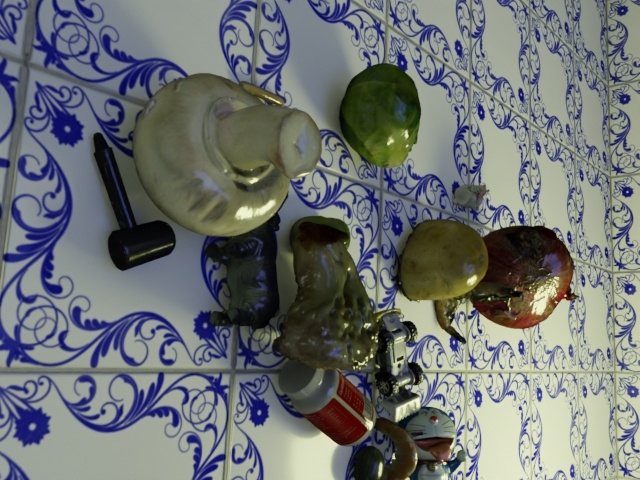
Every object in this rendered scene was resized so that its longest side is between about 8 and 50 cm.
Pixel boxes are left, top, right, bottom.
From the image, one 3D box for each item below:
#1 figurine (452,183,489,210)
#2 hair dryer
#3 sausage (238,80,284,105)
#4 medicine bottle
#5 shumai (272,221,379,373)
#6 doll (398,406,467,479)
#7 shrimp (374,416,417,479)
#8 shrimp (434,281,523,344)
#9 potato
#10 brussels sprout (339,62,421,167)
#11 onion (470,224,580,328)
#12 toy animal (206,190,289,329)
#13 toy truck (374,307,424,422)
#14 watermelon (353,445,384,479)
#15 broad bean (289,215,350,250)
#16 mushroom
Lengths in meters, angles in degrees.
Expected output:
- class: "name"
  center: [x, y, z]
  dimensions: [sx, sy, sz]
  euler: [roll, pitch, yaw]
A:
- class: "figurine"
  center: [0.513, -0.138, 2.112]
  dimensions: [0.146, 0.098, 0.081]
  euler: [9, 67, -47]
- class: "hair dryer"
  center: [-0.352, -0.077, 1.161]
  dimensions: [0.114, 0.070, 0.248]
  euler: [-21, 93, -47]
- class: "sausage"
  center: [-0.131, -0.333, 1.456]
  dimensions: [0.132, 0.024, 0.024]
  euler: [12, 77, -46]
- class: "medicine bottle"
  center: [0.017, 0.366, 1.471]
  dimensions: [0.250, 0.131, 0.131]
  euler: [48, 53, -33]
- class: "shumai"
  center: [0.033, 0.116, 1.386]
  dimensions: [0.346, 0.217, 0.283]
  euler: [1, 102, -71]
- class: "doll"
  center: [0.285, 0.579, 1.720]
  dimensions: [0.161, 0.215, 0.257]
  euler: [78, 6, -73]
- class: "shrimp"
  center: [0.170, 0.556, 1.676]
  dimensions: [0.166, 0.161, 0.049]
  euler: [51, 16, 16]
- class: "shrimp"
  center: [0.479, 0.218, 1.941]
  dimensions: [0.051, 0.262, 0.198]
  euler: [-33, 121, -77]
- class: "potato"
  center: [0.366, 0.057, 1.831]
  dimensions: [0.285, 0.242, 0.242]
  euler: [-36, 112, -44]
- class: "brussels sprout"
  center: [0.161, -0.309, 1.655]
  dimensions: [0.219, 0.210, 0.271]
  euler: [-85, 159, -43]
- class: "onion"
  center: [0.642, 0.117, 2.055]
  dimensions: [0.353, 0.353, 0.354]
  euler: [7, 81, -48]
- class: "toy animal"
  center: [-0.146, 0.016, 1.345]
  dimensions: [0.168, 0.106, 0.343]
  euler: [24, 65, -44]
- class: "toy truck"
  center: [0.190, 0.322, 1.688]
  dimensions: [0.136, 0.111, 0.286]
  euler: [-12, 97, -39]
- class: "watermelon"
  center: [0.122, 0.574, 1.610]
  dimensions: [0.078, 0.078, 0.111]
  euler: [29, 65, -43]
- class: "broad bean"
  center: [0.000, 0.000, 1.536]
  dimensions: [0.174, 0.082, 0.124]
  euler: [-11, 94, -39]
- class: "mushroom"
  center: [-0.171, -0.143, 1.198]
  dimensions: [0.315, 0.356, 0.315]
  euler: [-49, 160, -25]
